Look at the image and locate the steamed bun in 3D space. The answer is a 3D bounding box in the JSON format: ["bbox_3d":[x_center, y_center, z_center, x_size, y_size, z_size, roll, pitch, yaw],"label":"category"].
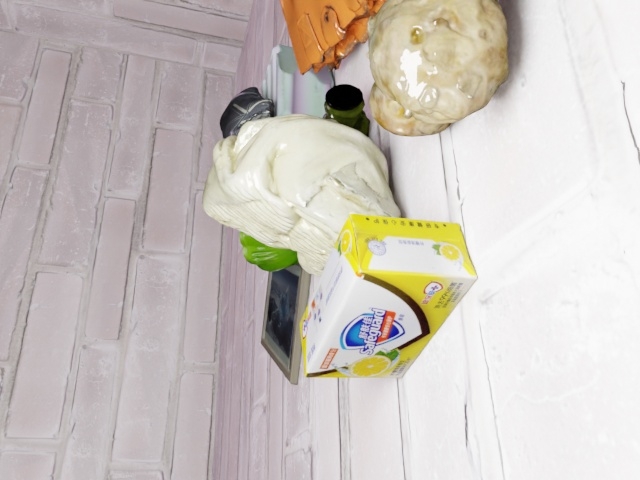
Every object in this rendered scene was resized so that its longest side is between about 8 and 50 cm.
[{"bbox_3d":[-0.012,-0.098,1.054,0.238,0.393,0.347,-63,-31,-17],"label":"steamed bun"}]

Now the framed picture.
[{"bbox_3d":[-0.108,0.196,1.708,0.446,0.028,0.326,-168,85,-74],"label":"framed picture"}]

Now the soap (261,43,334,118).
[{"bbox_3d":[-0.065,-0.282,1.511,0.261,0.156,0.447,127,147,-62],"label":"soap"}]

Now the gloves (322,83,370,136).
[{"bbox_3d":[0.038,-0.209,1.192,0.268,0.135,0.107,108,139,-72],"label":"gloves"}]

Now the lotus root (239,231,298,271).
[{"bbox_3d":[-0.086,-0.005,1.462,0.186,0.186,0.186,-173,90,-74],"label":"lotus root"}]

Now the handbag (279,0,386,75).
[{"bbox_3d":[0.027,-0.539,1.177,0.410,0.116,0.304,158,98,-68],"label":"handbag"}]

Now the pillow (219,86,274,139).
[{"bbox_3d":[-0.188,-0.305,1.476,0.162,0.092,0.335,-57,21,11],"label":"pillow"}]

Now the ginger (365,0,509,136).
[{"bbox_3d":[0.155,-0.294,0.711,0.256,0.176,0.375,-80,3,-66],"label":"ginger"}]

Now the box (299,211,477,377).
[{"bbox_3d":[0.081,0.089,0.826,0.265,0.168,0.097,114,153,-44],"label":"box"}]
